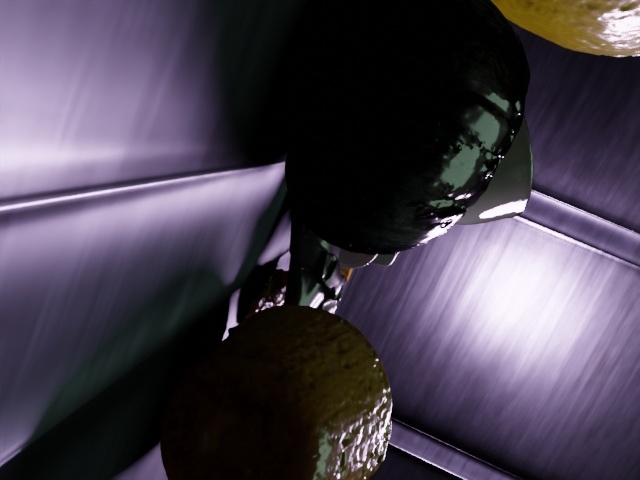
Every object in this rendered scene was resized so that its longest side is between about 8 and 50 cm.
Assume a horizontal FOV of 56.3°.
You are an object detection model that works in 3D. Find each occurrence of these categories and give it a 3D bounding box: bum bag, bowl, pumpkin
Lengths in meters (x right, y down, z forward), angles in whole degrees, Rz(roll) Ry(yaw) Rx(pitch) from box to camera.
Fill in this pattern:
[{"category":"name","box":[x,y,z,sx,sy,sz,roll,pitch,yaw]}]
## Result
[{"category":"bum bag","box":[0.000,0.000,0.664,0.123,0.060,0.248,-6,99,-75]},{"category":"bowl","box":[0.228,-0.176,1.141,0.185,0.353,0.354,-21,164,-6]},{"category":"pumpkin","box":[0.062,-0.099,0.498,0.233,0.163,0.233,-156,-90,-85]}]

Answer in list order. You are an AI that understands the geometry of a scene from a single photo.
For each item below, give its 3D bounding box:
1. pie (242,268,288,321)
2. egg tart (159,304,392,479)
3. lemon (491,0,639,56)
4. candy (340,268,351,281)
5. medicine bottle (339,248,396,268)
[{"category":"pie","box":[-0.057,0.068,0.704,0.088,0.033,0.191,-56,167,7]},{"category":"egg tart","box":[-0.048,0.158,0.536,0.202,0.203,0.147,-67,159,5]},{"category":"lemon","box":[0.244,-0.335,0.442,0.364,0.364,0.364,24,90,-83]},{"category":"candy","box":[0.041,0.038,1.228,0.122,0.062,0.038,99,14,-63]},{"category":"medicine bottle","box":[0.056,-0.029,0.819,0.188,0.132,0.088,-47,160,-69]}]
